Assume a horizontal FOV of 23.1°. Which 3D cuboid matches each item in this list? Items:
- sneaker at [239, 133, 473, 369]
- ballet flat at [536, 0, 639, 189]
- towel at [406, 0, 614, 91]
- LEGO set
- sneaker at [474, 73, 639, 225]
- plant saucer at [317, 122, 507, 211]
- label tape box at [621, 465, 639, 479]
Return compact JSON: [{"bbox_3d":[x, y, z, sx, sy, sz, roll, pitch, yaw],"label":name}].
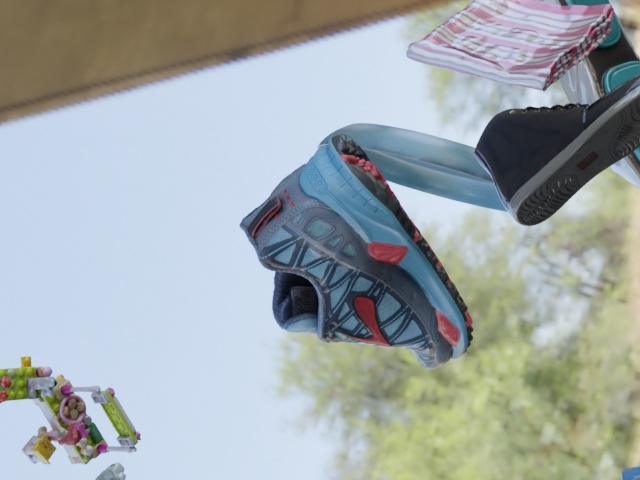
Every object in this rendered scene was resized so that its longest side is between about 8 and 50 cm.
[{"bbox_3d":[0.022,0.026,1.170,0.125,0.104,0.262,-33,-42,4],"label":"sneaker"},{"bbox_3d":[0.338,-0.205,1.965,0.139,0.400,0.139,-26,-7,-3],"label":"ballet flat"},{"bbox_3d":[0.185,-0.199,1.508,0.197,0.144,0.029,-40,-42,-51],"label":"towel"},{"bbox_3d":[-0.296,0.186,1.677,0.287,0.107,0.132,42,-121,-31],"label":"LEGO set"},{"bbox_3d":[0.267,-0.129,1.687,0.222,0.118,0.083,-39,-37,10],"label":"sneaker"},{"bbox_3d":[0.154,-0.096,2.052,0.317,0.317,0.044,28,-102,-75],"label":"plant saucer"},{"bbox_3d":[0.444,0.368,1.565,0.106,0.240,0.334,56,-153,-42],"label":"label tape box"}]
